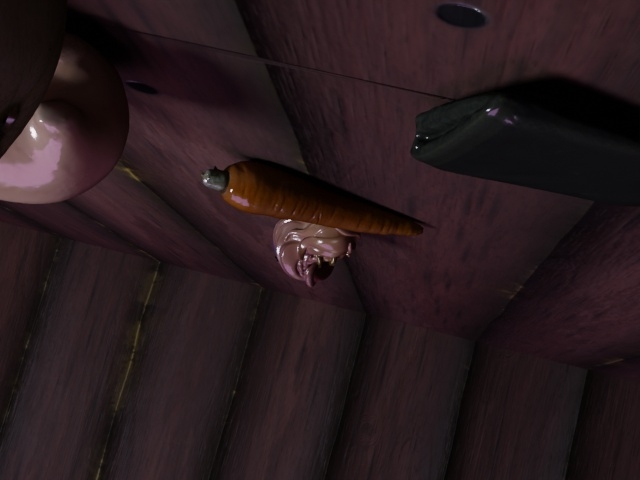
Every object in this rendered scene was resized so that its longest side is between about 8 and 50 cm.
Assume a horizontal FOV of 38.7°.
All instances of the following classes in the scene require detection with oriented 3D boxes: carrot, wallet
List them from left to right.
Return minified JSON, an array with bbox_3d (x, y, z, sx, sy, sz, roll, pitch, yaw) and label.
[{"bbox_3d":[-0.004,-0.050,1.219,0.335,0.069,0.069,12,173,-28],"label":"carrot"},{"bbox_3d":[0.212,-0.072,0.763,0.245,0.052,0.168,13,171,-17],"label":"wallet"}]

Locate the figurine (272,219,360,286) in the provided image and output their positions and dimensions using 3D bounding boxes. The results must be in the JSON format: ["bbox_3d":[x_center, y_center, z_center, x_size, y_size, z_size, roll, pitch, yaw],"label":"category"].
[{"bbox_3d":[-0.009,0.004,1.361,0.114,0.126,0.157,-28,-171,-22],"label":"figurine"}]

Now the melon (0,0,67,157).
[{"bbox_3d":[-0.277,-0.150,0.404,0.330,0.268,0.268,37,168,-4],"label":"melon"}]

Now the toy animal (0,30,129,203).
[{"bbox_3d":[-0.349,-0.129,0.874,0.326,0.237,0.269,14,160,-12],"label":"toy animal"}]
